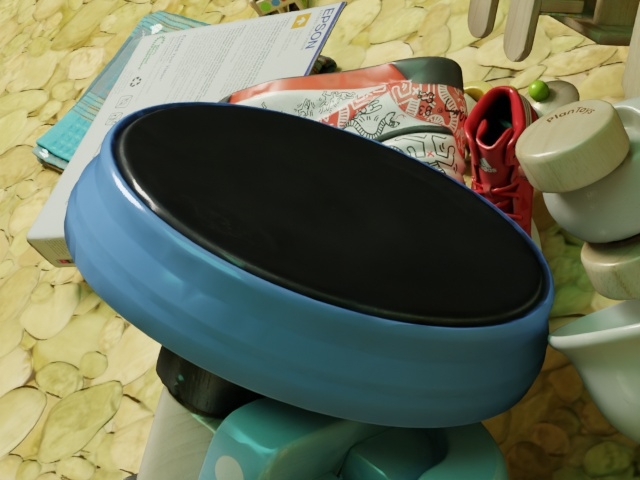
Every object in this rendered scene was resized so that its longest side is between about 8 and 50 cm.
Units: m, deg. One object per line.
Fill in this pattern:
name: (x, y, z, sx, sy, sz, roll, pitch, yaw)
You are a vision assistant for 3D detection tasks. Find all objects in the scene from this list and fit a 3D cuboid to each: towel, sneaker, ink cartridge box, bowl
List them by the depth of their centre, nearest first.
bowl: (0.323, 0.089, 0.982, 0.298, 0.298, 0.134, -17, 87, 23)
bowl: (0.000, 0.000, 1.075, 0.391, 0.391, 0.077, 51, 127, 51)
sneaker: (0.149, -0.033, 1.233, 0.087, 0.128, 0.221, -1, 76, 22)
sneaker: (0.011, -0.081, 1.328, 0.270, 0.090, 0.145, -9, 74, 20)
ink cartridge box: (-0.140, -0.116, 1.565, 0.330, 0.071, 0.324, -1, 52, 38)
towel: (-0.181, -0.165, 1.728, 0.370, 0.040, 0.271, 21, 67, 46)

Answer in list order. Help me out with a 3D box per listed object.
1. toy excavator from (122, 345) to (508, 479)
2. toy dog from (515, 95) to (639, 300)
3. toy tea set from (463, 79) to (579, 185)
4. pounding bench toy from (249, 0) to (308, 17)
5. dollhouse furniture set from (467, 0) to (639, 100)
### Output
toy excavator: (0.033, 0.232, 0.965, 0.445, 0.433, 0.222, 32, 117, 29)
toy dog: (0.289, -0.096, 1.118, 0.334, 0.220, 0.161, -17, 23, -19)
toy tea set: (0.096, -0.094, 1.383, 0.336, 0.124, 0.200, -25, 41, 15)
pounding bench toy: (-0.063, -0.321, 1.754, 0.065, 0.083, 0.052, -18, 43, 21)
dollhouse furniture set: (0.277, -0.169, 1.283, 0.212, 0.161, 0.242, -2, 25, -22)
